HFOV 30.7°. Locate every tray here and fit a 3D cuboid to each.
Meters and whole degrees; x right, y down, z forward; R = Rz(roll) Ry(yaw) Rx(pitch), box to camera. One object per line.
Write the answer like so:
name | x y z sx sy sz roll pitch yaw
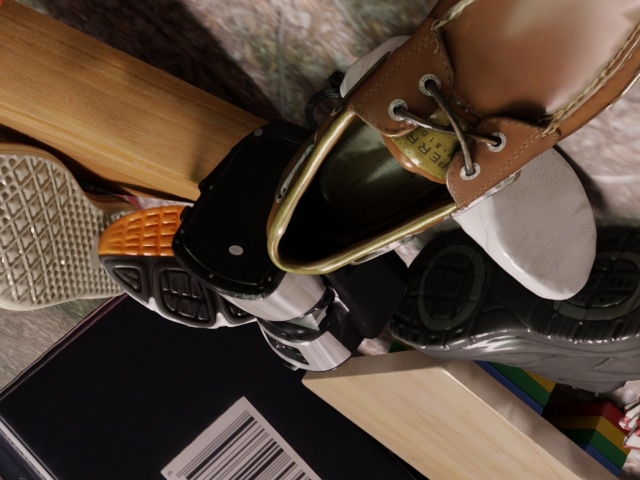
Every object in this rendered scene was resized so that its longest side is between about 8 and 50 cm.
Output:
tray | -0.233 -0.113 0.848 0.203 0.076 0.411 8 170 44

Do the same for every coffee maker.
coffee maker | 0.000 0.000 0.870 0.120 0.171 0.178 54 -178 31

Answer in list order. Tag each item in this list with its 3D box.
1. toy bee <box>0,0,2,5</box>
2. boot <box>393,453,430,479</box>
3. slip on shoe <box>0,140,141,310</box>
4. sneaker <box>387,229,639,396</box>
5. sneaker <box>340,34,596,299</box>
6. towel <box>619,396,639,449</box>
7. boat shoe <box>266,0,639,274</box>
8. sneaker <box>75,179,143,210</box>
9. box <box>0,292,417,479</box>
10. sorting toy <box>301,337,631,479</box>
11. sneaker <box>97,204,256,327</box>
toy bee | -0.176 -0.213 0.657 0.298 0.162 0.195 42 147 -26
boot | 0.161 0.341 1.438 0.207 0.094 0.246 29 163 -3
slip on shoe | -0.237 -0.012 0.922 0.101 0.123 0.331 17 179 12
sneaker | 0.167 0.066 0.878 0.130 0.109 0.286 39 159 -34
sneaker | 0.097 -0.046 0.783 0.212 0.080 0.094 48 159 -12
towel | 0.357 0.105 0.727 0.237 0.037 0.329 12 158 -5
boat shoe | 0.076 -0.065 0.626 0.111 0.104 0.307 42 137 -4
sneaker | -0.243 -0.001 1.273 0.136 0.116 0.314 34 166 -31
box | -0.126 0.322 1.380 0.480 0.297 0.472 47 156 5
sorting toy | 0.153 0.164 1.101 0.257 0.089 0.255 39 156 -17
sneaker | -0.072 0.030 1.014 0.263 0.099 0.121 12 175 -25
